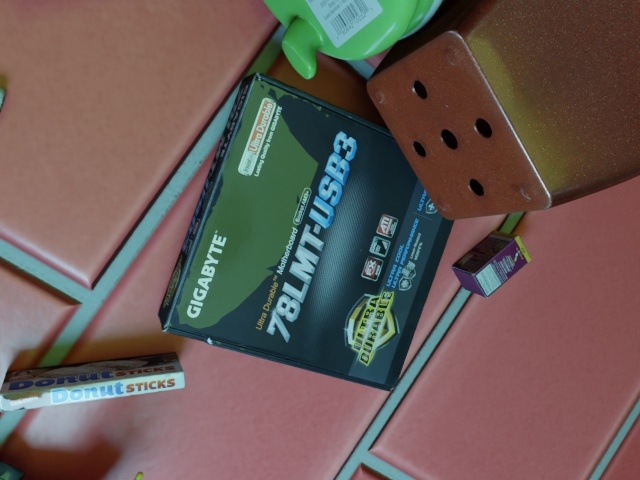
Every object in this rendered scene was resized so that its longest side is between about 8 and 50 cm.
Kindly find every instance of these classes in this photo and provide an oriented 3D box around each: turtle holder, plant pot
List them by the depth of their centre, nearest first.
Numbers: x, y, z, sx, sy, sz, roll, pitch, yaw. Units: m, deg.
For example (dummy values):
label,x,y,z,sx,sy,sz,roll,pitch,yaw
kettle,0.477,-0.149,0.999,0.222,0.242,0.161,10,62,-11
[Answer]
label,x,y,z,sx,sy,sz,roll,pitch,yaw
turtle holder,0.013,-0.344,0.610,0.320,0.243,0.227,43,63,17
plant pot,0.212,-0.162,0.639,0.236,0.267,0.267,-37,101,-19

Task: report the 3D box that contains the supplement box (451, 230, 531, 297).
label,x,y,z,sx,sy,sz,roll,pitch,yaw
supplement box,0.226,0.030,0.822,0.083,0.055,0.043,-38,110,-10

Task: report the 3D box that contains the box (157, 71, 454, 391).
label,x,y,z,sx,sy,sz,roll,pitch,yaw
box,0.000,0.000,0.725,0.293,0.073,0.295,20,91,-23

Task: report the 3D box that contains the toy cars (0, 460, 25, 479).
label,x,y,z,sx,sy,sz,roll,pitch,yaw
toy cars,-0.397,0.334,0.618,0.393,0.087,0.176,-16,69,-16

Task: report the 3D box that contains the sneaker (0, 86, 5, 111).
label,x,y,z,sx,sy,sz,roll,pitch,yaw
sneaker,-0.337,-0.116,0.598,0.037,0.032,0.083,30,87,-22

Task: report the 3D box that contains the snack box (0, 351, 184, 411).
label,x,y,z,sx,sy,sz,roll,pitch,yaw
snack box,-0.239,0.149,0.661,0.178,0.064,0.022,-3,102,-20

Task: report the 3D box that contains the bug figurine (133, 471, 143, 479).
label,x,y,z,sx,sy,sz,roll,pitch,yaw
bug figurine,-0.310,0.274,0.570,0.279,0.072,0.216,25,64,2
